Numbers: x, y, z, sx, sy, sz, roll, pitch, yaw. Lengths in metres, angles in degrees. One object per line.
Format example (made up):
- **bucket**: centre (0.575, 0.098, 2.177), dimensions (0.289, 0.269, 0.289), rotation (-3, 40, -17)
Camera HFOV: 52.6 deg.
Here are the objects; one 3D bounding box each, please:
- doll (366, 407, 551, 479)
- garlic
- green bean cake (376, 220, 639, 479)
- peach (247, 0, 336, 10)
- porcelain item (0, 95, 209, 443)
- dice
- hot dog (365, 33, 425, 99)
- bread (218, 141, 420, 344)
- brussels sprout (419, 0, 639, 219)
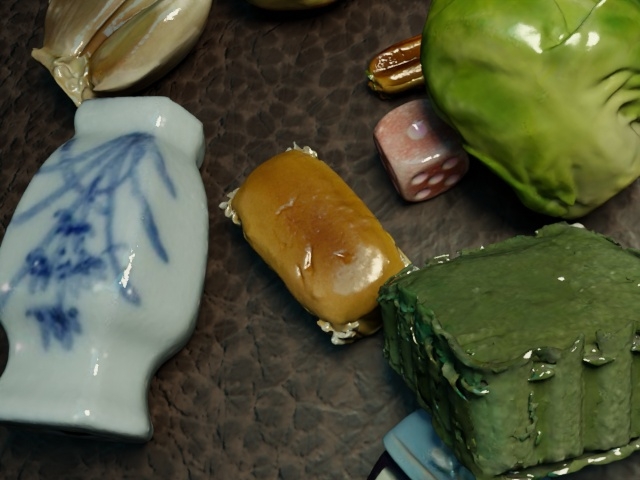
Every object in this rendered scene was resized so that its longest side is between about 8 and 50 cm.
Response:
- **doll**: centre (0.099, 0.275, 0.602), dimensions (0.177, 0.141, 0.314), rotation (36, 83, 35)
- **garlic**: centre (-0.297, -0.339, 0.988), dimensions (0.279, 0.132, 0.325), rotation (40, 84, 26)
- **green bean cake**: centre (0.193, 0.085, 0.594), dimensions (0.241, 0.132, 0.255), rotation (-17, 20, -10)
- **peach**: centre (-0.022, -0.442, 0.905), dimensions (0.257, 0.232, 0.232), rotation (-8, 65, 14)
- **porcelain item**: centre (-0.257, 0.027, 0.787), dimensions (0.243, 0.178, 0.405), rotation (0, 67, 15)
- **dice**: centre (0.123, -0.110, 0.794), dimensions (0.094, 0.091, 0.093), rotation (-24, 63, 3)
- **hot dog**: centre (0.152, -0.242, 0.865), dimensions (0.188, 0.055, 0.072), rotation (-17, 66, 7)
- **bread**: centre (0.000, 0.000, 0.771), dimensions (0.136, 0.107, 0.241), rotation (-40, 62, -2)
- **brussels sprout**: centre (0.242, -0.172, 0.689), dimensions (0.227, 0.259, 0.294), rotation (-34, 92, 36)
